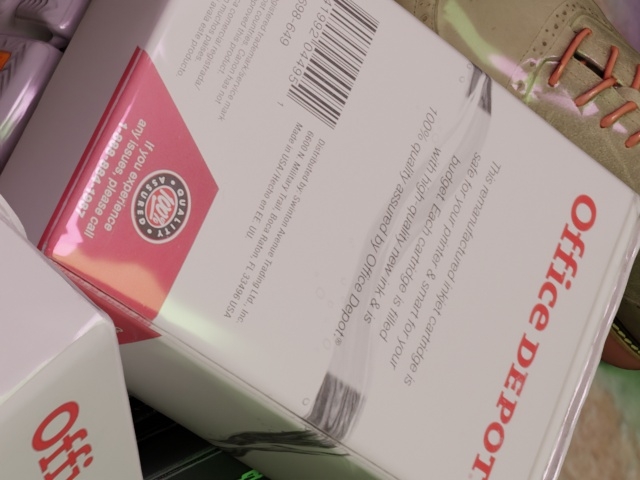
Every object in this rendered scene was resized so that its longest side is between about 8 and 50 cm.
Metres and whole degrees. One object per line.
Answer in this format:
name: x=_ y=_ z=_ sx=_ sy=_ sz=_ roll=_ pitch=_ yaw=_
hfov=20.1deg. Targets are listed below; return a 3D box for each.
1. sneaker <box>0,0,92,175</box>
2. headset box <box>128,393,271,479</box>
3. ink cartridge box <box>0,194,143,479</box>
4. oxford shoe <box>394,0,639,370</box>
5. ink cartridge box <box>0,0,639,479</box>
sneaker: x=-0.039 y=-0.098 z=0.782 sx=0.180 sy=0.124 sz=0.321 roll=40 pitch=78 yaw=-34
headset box: x=-0.038 y=0.189 z=0.763 sx=0.246 sy=0.131 sz=0.283 roll=-22 pitch=102 yaw=-35
ink cartridge box: x=-0.212 y=0.085 z=0.524 sx=0.270 sy=0.198 sz=0.197 roll=-41 pitch=69 yaw=-20
oxford shoe: x=0.134 y=-0.071 z=0.890 sx=0.348 sy=0.130 sz=0.123 roll=48 pitch=64 yaw=-27
ink cartridge box: x=0.000 y=0.000 z=0.665 sx=0.218 sy=0.092 sz=0.159 roll=34 pitch=66 yaw=-25
